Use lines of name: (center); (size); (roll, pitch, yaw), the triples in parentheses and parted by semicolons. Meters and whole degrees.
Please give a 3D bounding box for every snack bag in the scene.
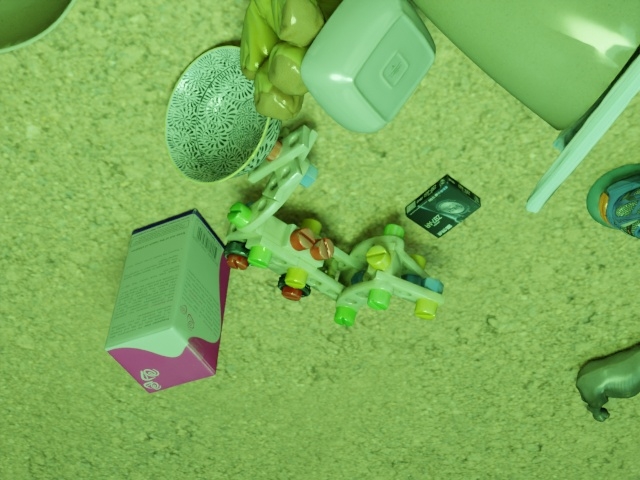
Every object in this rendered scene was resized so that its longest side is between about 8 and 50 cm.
snack bag: (0.337, -0.197, 1.011); (0.037, 0.342, 0.323); (39, 132, 7)

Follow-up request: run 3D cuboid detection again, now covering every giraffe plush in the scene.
giraffe plush: (0.012, -0.244, 1.081); (0.170, 0.210, 0.181); (-1, 153, -21)

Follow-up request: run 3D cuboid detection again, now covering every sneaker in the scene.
sneaker: (0.476, -0.059, 1.270); (0.221, 0.087, 0.083); (-27, 124, 7)

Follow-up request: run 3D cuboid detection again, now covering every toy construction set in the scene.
toy construction set: (0.000, 0.000, 1.321); (0.215, 0.151, 0.328); (-11, 130, 47)

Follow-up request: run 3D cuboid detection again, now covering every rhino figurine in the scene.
rhino figurine: (0.515, 0.202, 1.555); (0.243, 0.073, 0.106); (-29, 130, 25)

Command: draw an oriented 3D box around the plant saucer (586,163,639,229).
plant saucer: (0.424, -0.052, 1.344); (0.119, 0.021, 0.119); (1, 135, 1)

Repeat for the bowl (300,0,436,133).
bowl: (0.058, -0.183, 1.013); (0.142, 0.053, 0.142); (-53, 142, -2)

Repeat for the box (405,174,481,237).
box: (0.168, -0.046, 1.361); (0.067, 0.018, 0.083); (33, 127, -26)

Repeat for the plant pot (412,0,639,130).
plant pot: (0.190, -0.290, 0.992); (0.274, 0.256, 0.256); (30, 131, -1)

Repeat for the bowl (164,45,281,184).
bowl: (-0.102, -0.144, 1.202); (0.170, 0.170, 0.080); (-32, 154, 29)

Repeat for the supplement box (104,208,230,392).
supplement box: (-0.203, 0.082, 1.358); (0.113, 0.220, 0.111); (-19, 131, 19)

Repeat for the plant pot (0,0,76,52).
plant pot: (-0.350, -0.353, 0.960); (0.283, 0.191, 0.284); (1, 135, 1)
